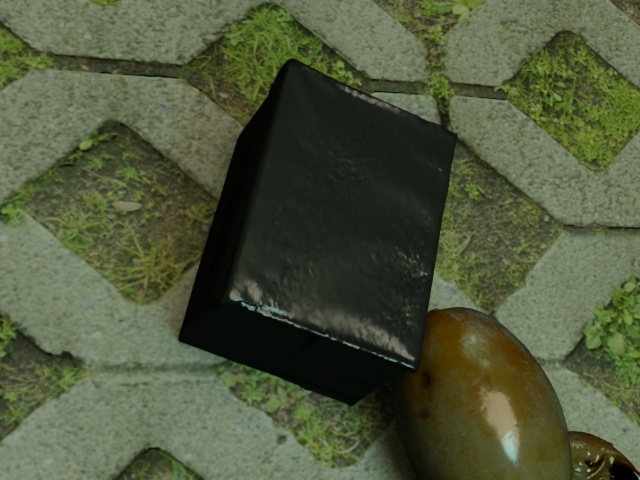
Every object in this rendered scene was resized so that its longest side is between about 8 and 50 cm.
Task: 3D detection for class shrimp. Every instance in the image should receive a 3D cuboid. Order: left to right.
[{"bbox_3d":[0.398,0.342,1.509,0.287,0.063,0.152,18,55,-4],"label":"shrimp"}]

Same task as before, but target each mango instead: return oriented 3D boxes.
[{"bbox_3d":[0.206,0.261,1.383,0.199,0.221,0.384,-12,74,-11],"label":"mango"}]

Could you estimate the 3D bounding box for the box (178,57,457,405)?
[{"bbox_3d":[0.000,0.000,1.423,0.251,0.204,0.345,21,61,-13],"label":"box"}]
